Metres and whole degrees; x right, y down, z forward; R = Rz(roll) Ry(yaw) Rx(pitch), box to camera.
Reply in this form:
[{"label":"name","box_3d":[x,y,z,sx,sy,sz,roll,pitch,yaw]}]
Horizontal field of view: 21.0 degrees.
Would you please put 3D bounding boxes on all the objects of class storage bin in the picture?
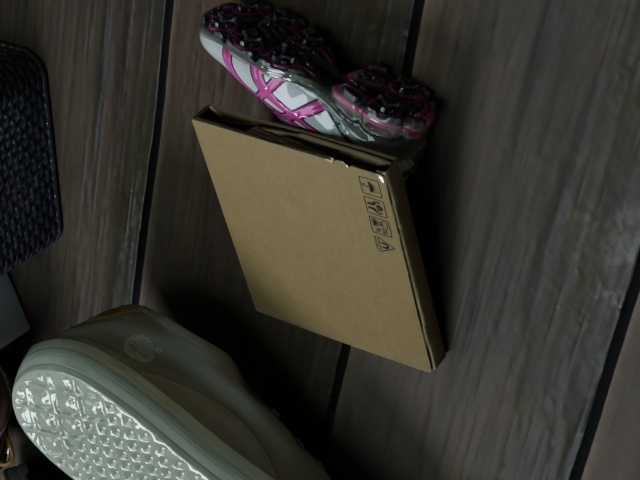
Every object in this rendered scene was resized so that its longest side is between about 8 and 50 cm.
[{"label":"storage bin","box_3d":[-0.289,-0.070,1.414,0.122,0.084,0.180,18,125,29]}]

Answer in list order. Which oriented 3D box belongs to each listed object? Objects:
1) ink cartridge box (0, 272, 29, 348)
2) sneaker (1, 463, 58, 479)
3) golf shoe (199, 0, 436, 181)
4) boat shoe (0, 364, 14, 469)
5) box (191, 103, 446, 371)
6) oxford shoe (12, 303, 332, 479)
[{"label":"ink cartridge box","box_3d":[-0.358,0.048,1.550,0.181,0.061,0.104,-3,114,38]},{"label":"sneaker","box_3d":[-0.178,0.266,1.528,0.282,0.153,0.099,40,145,56]},{"label":"golf shoe","box_3d":[-0.012,-0.097,1.192,0.186,0.067,0.086,33,132,18]},{"label":"boat shoe","box_3d":[-0.342,0.171,1.573,0.342,0.123,0.123,-40,69,49]},{"label":"box","box_3d":[0.000,0.000,1.230,0.164,0.021,0.201,18,143,31]},{"label":"oxford shoe","box_3d":[-0.042,0.209,1.365,0.449,0.130,0.169,43,132,-11]}]
